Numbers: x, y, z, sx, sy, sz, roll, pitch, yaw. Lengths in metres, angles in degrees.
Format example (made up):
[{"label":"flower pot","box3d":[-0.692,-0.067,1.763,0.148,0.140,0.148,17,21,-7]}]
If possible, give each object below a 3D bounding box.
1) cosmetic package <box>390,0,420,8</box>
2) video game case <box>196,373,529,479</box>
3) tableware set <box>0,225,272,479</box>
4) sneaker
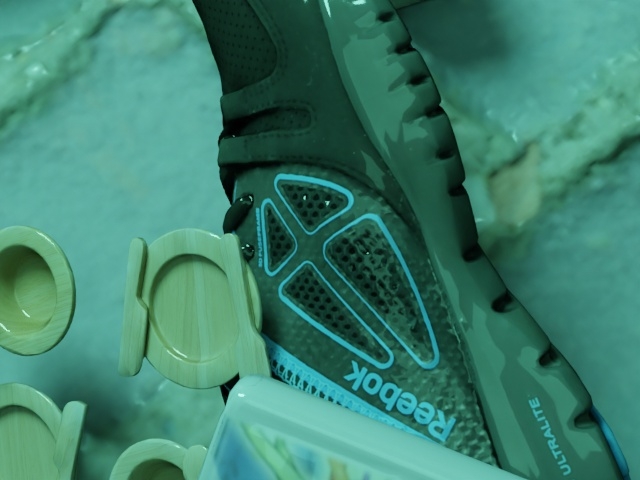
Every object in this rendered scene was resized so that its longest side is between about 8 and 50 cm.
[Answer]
[{"label":"cosmetic package","box3d":[0.028,-0.169,0.706,0.041,0.060,0.115,-18,77,0]},{"label":"video game case","box3d":[0.072,0.245,0.581,0.329,0.036,0.300,21,100,6]},{"label":"tableware set","box3d":[-0.092,0.061,0.637,0.169,0.020,0.141,6,98,30]},{"label":"sneaker","box3d":[0.000,0.000,0.640,0.140,0.125,0.340,-26,76,2]}]
